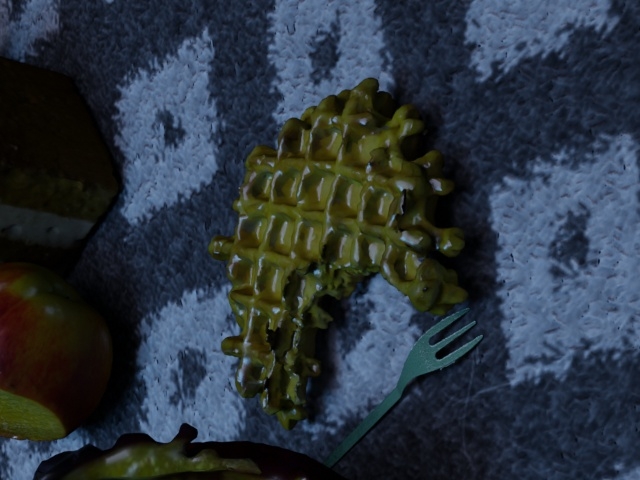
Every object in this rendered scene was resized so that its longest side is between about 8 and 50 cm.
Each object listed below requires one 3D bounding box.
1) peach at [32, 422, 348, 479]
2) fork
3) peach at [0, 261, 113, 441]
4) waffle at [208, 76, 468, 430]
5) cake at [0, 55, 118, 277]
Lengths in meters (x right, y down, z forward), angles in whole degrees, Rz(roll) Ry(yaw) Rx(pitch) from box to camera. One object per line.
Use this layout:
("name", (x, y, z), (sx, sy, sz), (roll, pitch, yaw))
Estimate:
("peach", (-0.112, 0.337, 1.419), (0.353, 0.416, 0.339), (-48, 57, 31))
("fork", (0.052, 0.138, 1.558), (0.235, 0.021, 0.039), (-48, 48, 33))
("peach", (-0.304, 0.121, 1.848), (0.190, 0.190, 0.192), (41, 102, 45))
("waffle", (0.000, 0.000, 1.602), (0.293, 0.069, 0.260), (-41, 51, 36))
("cake", (-0.371, -0.034, 1.951), (0.293, 0.199, 0.196), (-54, 50, 30))
